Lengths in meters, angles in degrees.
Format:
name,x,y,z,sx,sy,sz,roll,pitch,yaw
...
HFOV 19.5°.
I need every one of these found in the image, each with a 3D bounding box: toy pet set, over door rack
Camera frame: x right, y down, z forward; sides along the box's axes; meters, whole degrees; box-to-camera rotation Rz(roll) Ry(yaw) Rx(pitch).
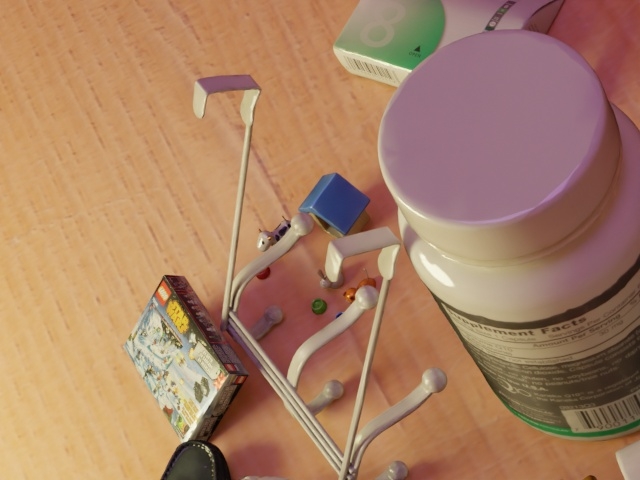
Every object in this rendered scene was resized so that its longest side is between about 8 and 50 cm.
name,x,y,z,sx,sy,sz,roll,pitch,yaw
toy pet set,0.000,0.000,1.739,0.122,0.065,0.114,28,75,33
over door rack,0.003,0.036,1.574,0.108,0.324,0.239,-25,50,-20

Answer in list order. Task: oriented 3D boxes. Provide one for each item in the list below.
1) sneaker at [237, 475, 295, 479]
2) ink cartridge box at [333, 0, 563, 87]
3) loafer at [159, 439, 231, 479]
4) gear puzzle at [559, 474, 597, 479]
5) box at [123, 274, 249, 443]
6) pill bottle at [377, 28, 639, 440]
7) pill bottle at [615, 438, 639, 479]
name,x,y,z,sx,sy,sz,roll,pitch,yaw
sneaker,-0.059,0.326,1.554,0.110,0.107,0.275,10,66,18
ink cartridge box,0.143,-0.243,1.831,0.181,0.056,0.224,19,72,31
loafer,-0.127,0.274,1.623,0.076,0.078,0.223,-1,61,23
gear puzzle,0.187,0.344,1.420,0.175,0.044,0.339,0,70,34
box,-0.126,0.111,1.724,0.137,0.027,0.094,54,125,36
pill bottle,0.181,0.002,1.476,0.204,0.361,0.204,-10,58,16
pill bottle,0.370,0.141,1.308,0.301,0.169,0.169,-27,54,8
